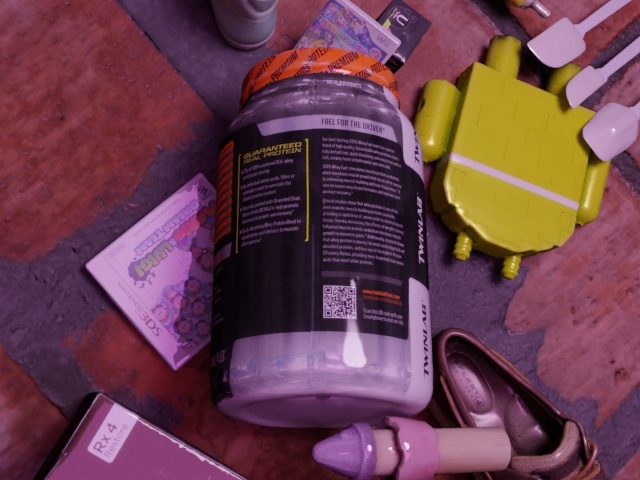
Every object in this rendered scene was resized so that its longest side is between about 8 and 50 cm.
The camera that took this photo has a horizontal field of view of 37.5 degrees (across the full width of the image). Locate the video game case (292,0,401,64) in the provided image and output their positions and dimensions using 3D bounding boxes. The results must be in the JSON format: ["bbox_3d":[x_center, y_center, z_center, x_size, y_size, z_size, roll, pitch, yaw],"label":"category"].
[{"bbox_3d":[0.018,-0.196,1.016,0.087,0.122,0.011,37,39,-7],"label":"video game case"}]

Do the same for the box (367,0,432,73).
[{"bbox_3d":[0.075,-0.220,1.047,0.052,0.083,0.062,36,74,-8],"label":"box"}]

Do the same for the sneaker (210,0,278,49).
[{"bbox_3d":[-0.099,-0.342,0.982,0.094,0.151,0.256,-24,87,-16],"label":"sneaker"}]

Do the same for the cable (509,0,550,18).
[{"bbox_3d":[0.165,-0.373,1.103,0.287,0.072,0.139,26,70,-10],"label":"cable"}]

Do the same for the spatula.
[{"bbox_3d":[0.358,-0.211,1.134,0.242,0.019,0.168,-36,90,-35],"label":"spatula"}]

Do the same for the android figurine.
[{"bbox_3d":[0.220,-0.093,1.083,0.248,0.056,0.273,18,75,-13],"label":"android figurine"}]

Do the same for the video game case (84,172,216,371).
[{"bbox_3d":[-0.138,0.031,0.983,0.157,0.019,0.143,-41,94,-18],"label":"video game case"}]

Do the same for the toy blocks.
[{"bbox_3d":[0.058,0.341,0.793,0.260,0.309,0.289,4,121,-22],"label":"toy blocks"}]

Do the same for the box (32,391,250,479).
[{"bbox_3d":[-0.176,0.247,0.844,0.167,0.203,0.168,33,75,-9],"label":"box"}]

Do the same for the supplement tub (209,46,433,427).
[{"bbox_3d":[0.000,0.000,0.912,0.207,0.207,0.338,6,69,-15],"label":"supplement tub"}]

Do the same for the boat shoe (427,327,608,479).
[{"bbox_3d":[0.222,0.230,0.967,0.123,0.123,0.342,-32,79,-10],"label":"boat shoe"}]
